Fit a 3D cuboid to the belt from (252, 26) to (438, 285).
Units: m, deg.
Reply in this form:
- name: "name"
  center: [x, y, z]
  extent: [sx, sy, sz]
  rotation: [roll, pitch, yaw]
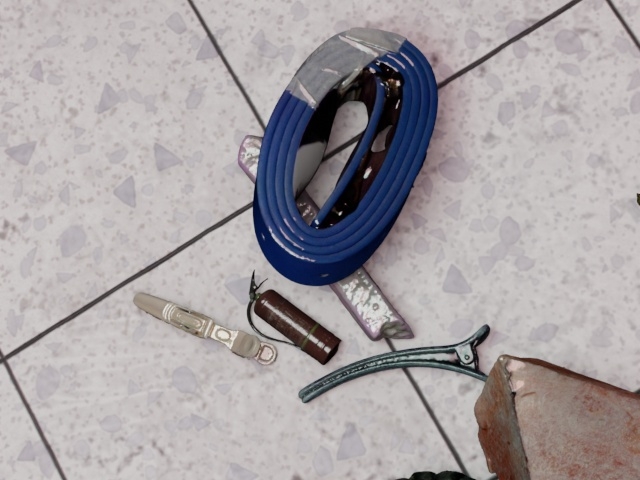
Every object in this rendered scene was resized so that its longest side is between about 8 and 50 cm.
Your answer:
- name: "belt"
  center: [0.028, -0.112, 1.944]
  extent: [0.212, 0.117, 0.347]
  rotation: [23, 72, 4]

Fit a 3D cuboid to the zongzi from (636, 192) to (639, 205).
- name: "zongzi"
  center: [0.598, -0.068, 1.861]
  extent: [0.288, 0.134, 0.286]
  rotation: [39, 87, 2]

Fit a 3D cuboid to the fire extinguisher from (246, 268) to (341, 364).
- name: "fire extinguisher"
  center: [-0.048, 0.116, 2.009]
  extent: [0.157, 0.045, 0.078]
  rotation: [36, 112, 14]

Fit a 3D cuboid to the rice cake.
- name: "rice cake"
  center: [0.000, 0.000, 2.003]
  extent: [0.056, 0.072, 0.365]
  rotation: [-37, 78, 2]

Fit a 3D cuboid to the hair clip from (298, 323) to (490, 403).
- name: "hair clip"
  center: [0.101, 0.175, 1.971]
  extent: [0.275, 0.048, 0.083]
  rotation: [-10, 81, 16]

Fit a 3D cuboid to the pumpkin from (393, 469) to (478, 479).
- name: "pumpkin"
  center: [0.144, 0.399, 1.854]
  extent: [0.220, 0.162, 0.221]
  rotation: [-5, 58, 7]

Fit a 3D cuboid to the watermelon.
- name: "watermelon"
  center: [0.331, 0.220, 1.804]
  extent: [0.250, 0.293, 0.283]
  rotation: [-21, 44, -18]

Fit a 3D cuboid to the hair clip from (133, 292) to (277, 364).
- name: "hair clip"
  center: [-0.169, 0.117, 2.019]
  extent: [0.226, 0.072, 0.034]
  rotation: [22, 84, 16]
